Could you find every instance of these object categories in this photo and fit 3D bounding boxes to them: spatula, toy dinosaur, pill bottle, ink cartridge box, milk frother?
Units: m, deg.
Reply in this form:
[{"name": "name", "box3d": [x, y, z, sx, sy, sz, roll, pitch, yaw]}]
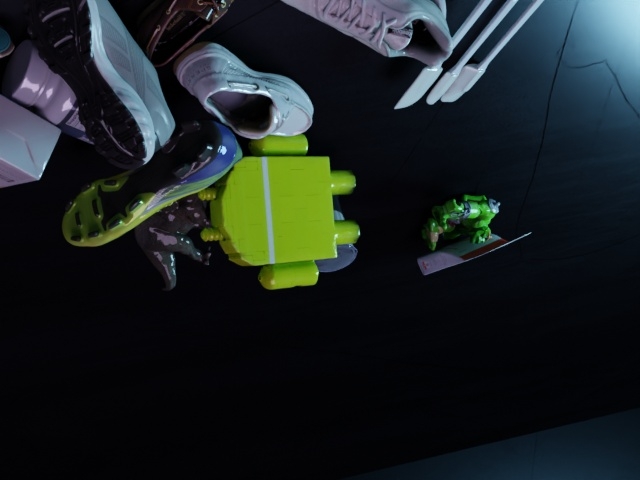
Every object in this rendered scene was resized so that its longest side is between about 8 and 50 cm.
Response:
[{"name": "spatula", "box3d": [0.226, -0.285, 1.164, 0.168, 0.019, 0.242, -10, 150, -41]}, {"name": "toy dinosaur", "box3d": [-0.242, -0.037, 1.309, 0.160, 0.121, 0.313, 14, 141, -20]}, {"name": "pill bottle", "box3d": [-0.317, -0.190, 1.039, 0.180, 0.108, 0.108, 21, 131, -41]}, {"name": "ink cartridge box", "box3d": [0.299, 0.011, 1.545, 0.145, 0.045, 0.179, -19, 174, -40]}, {"name": "ink cartridge box", "box3d": [-0.464, -0.129, 1.028, 0.231, 0.078, 0.134, -3, 153, 43]}, {"name": "milk frother", "box3d": [0.000, 0.000, 1.416, 0.129, 0.134, 0.143, -25, 145, 13]}]

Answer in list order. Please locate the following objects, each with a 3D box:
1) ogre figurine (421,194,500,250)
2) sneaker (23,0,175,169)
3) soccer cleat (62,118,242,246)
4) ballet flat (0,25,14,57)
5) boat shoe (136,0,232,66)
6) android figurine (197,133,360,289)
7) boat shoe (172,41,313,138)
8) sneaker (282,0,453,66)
[{"name": "ogre figurine", "box3d": [0.269, -0.040, 1.505, 0.118, 0.096, 0.197, -8, 145, -9]}, {"name": "sneaker", "box3d": [-0.266, -0.225, 0.961, 0.100, 0.108, 0.271, -10, 113, 31]}, {"name": "soccer cleat", "box3d": [-0.235, -0.068, 1.109, 0.289, 0.093, 0.121, -31, 161, 15]}, {"name": "ballet flat", "box3d": [-0.464, -0.243, 0.966, 0.168, 0.057, 0.052, -1, 171, -16]}, {"name": "boat shoe", "box3d": [-0.151, -0.298, 0.988, 0.207, 0.073, 0.073, -38, 139, 27]}, {"name": "android figurine", "box3d": [-0.063, -0.047, 1.237, 0.273, 0.248, 0.056, -6, -179, -32]}, {"name": "boat shoe", "box3d": [-0.094, -0.186, 1.120, 0.098, 0.096, 0.277, -38, 154, 24]}, {"name": "sneaker", "box3d": [0.059, -0.308, 1.024, 0.292, 0.118, 0.110, 9, 140, -31]}]
